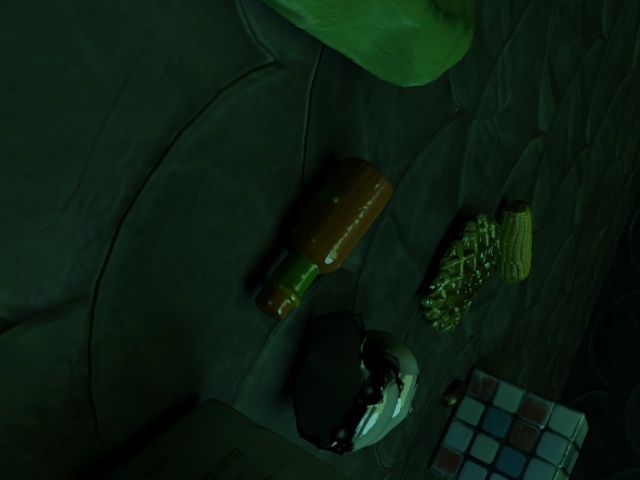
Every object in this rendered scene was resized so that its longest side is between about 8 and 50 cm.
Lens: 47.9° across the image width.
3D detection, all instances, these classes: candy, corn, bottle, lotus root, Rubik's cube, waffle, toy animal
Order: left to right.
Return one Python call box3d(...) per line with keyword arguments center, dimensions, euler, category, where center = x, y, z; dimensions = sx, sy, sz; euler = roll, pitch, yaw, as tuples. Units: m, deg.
box3d(center=(0.000, 0.000, 0.740), dimensions=(0.187, 0.069, 0.069), euler=(-54, 149, -20), category="bottle")
box3d(center=(0.033, -0.230, 0.587), dimensions=(0.343, 0.132, 0.142), euler=(8, 60, -63), category="candy")
box3d(center=(0.055, 0.172, 0.885), dimensions=(0.166, 0.138, 0.179), euler=(-55, 149, 12), category="toy animal")
box3d(center=(0.281, 0.316, 1.486), dimensions=(0.083, 0.030, 0.037), euler=(-29, 132, -50), category="lotus root")
box3d(center=(0.240, 0.057, 1.207), dimensions=(0.214, 0.054, 0.208), euler=(-56, 154, -8), category="waffle")
box3d(center=(0.430, 0.459, 1.612), dimensions=(0.259, 0.253, 0.256), euler=(-63, 152, -6), category="Rubik's cube")
box3d(center=(0.373, 0.003, 1.385), dimensions=(0.072, 0.072, 0.203), euler=(-50, 146, -29), category="corn")

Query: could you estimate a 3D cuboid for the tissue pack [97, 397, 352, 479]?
box3d(center=(-0.115, 0.322, 0.566), dimensions=(0.356, 0.266, 0.194), euler=(-33, 136, -46), category="tissue pack")
